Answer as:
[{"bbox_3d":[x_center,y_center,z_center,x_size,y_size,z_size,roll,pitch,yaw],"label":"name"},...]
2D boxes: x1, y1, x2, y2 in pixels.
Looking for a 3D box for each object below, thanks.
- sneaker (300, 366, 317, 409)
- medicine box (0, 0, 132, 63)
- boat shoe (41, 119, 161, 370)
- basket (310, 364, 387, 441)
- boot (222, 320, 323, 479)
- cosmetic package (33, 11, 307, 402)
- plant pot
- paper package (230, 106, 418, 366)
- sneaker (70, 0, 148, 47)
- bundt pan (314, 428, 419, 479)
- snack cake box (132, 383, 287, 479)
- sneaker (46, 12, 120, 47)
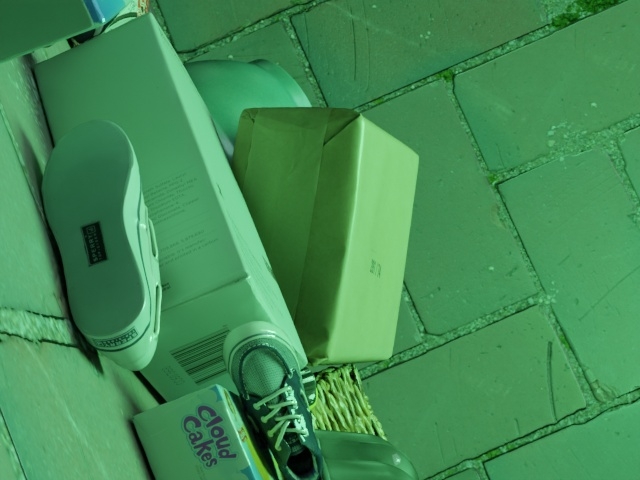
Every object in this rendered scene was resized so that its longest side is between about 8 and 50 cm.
[{"bbox_3d":[-0.070,0.194,1.470,0.208,0.081,0.094,-8,-88,53],"label":"sneaker"},{"bbox_3d":[-0.255,-0.335,1.149,0.263,0.149,0.289,66,25,-22],"label":"medicine box"},{"bbox_3d":[-0.199,0.004,1.186,0.084,0.095,0.258,72,7,-53],"label":"boat shoe"},{"bbox_3d":[-0.032,0.346,1.703,0.213,0.223,0.299,-28,95,-56],"label":"basket"},{"bbox_3d":[-0.037,0.158,1.234,0.190,0.069,0.086,68,-4,-51],"label":"boot"},{"bbox_3d":[-0.165,-0.030,1.385,0.217,0.156,0.385,62,5,-56],"label":"cosmetic package"},{"bbox_3d":[-0.123,-0.146,1.872,0.293,0.196,0.293,42,-27,27],"label":"plant pot"},{"bbox_3d":[0.000,0.000,1.648,0.325,0.168,0.310,17,82,-73],"label":"paper package"},{"bbox_3d":[-0.283,-0.343,1.852,0.270,0.090,0.145,-56,132,-50],"label":"sneaker"},{"bbox_3d":[0.048,0.360,1.408,0.331,0.124,0.331,176,-90,-80],"label":"bundt pan"},{"bbox_3d":[-0.090,0.236,1.263,0.264,0.089,0.152,64,4,-77],"label":"snack cake box"},{"bbox_3d":[-0.312,-0.280,1.382,0.235,0.153,0.094,13,26,-42],"label":"sneaker"}]
